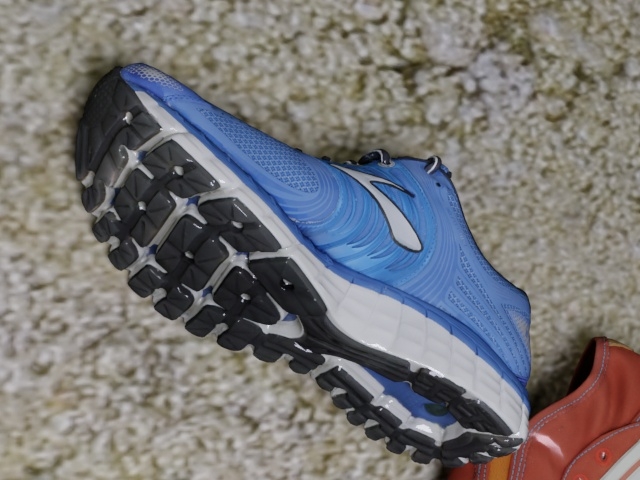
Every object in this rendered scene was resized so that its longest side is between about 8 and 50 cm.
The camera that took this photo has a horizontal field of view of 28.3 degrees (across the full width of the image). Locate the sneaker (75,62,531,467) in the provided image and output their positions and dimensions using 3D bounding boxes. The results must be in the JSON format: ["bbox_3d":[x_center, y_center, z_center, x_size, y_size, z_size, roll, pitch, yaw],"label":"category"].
[{"bbox_3d":[0.000,0.000,0.770,0.330,0.130,0.147,37,49,-20],"label":"sneaker"}]

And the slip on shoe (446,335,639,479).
[{"bbox_3d":[0.115,0.182,0.822,0.331,0.123,0.101,-38,73,-23],"label":"slip on shoe"}]
